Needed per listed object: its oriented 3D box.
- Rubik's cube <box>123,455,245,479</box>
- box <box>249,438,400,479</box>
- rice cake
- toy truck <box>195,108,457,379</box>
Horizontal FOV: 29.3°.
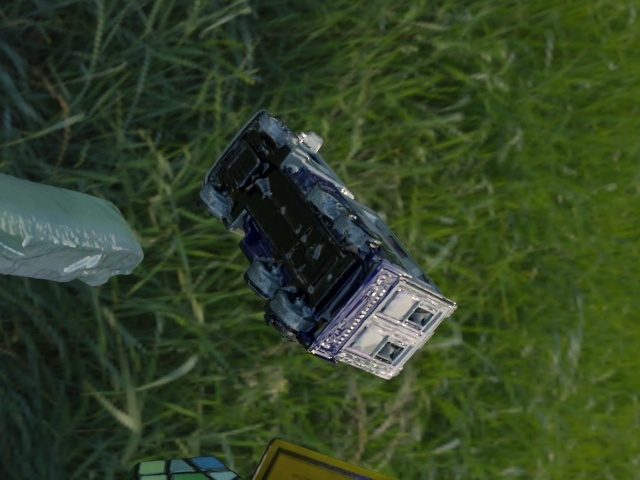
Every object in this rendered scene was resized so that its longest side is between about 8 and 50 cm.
[{"bbox_3d":[-0.084,0.197,0.750,0.133,0.133,0.112,19,36,-35],"label":"Rubik's cube"},{"bbox_3d":[0.072,0.322,1.232,0.084,0.193,0.301,-60,140,-22],"label":"box"},{"bbox_3d":[-0.116,-0.004,0.450,0.042,0.030,0.180,56,11,15],"label":"rice cake"},{"bbox_3d":[0.000,0.000,1.189,0.155,0.268,0.124,27,109,-43],"label":"toy truck"}]
